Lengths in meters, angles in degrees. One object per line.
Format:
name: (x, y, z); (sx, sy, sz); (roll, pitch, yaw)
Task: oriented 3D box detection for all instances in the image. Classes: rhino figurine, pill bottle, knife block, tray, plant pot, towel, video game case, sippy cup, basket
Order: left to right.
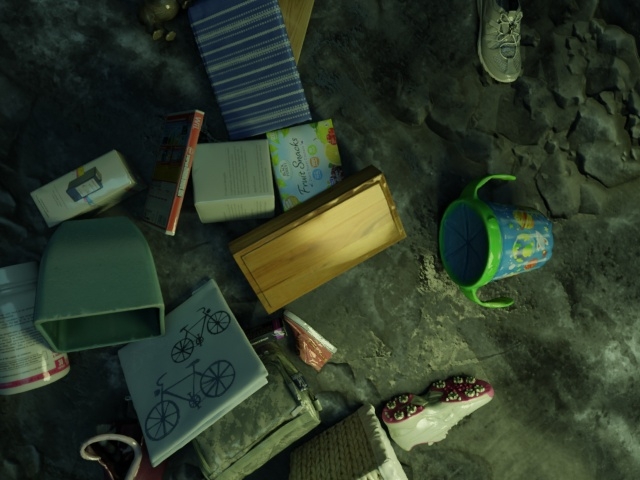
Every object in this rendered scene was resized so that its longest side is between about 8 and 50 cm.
pill bottle: (-0.706, 0.199, 1.196); (0.160, 0.160, 0.283); (-12, 94, -7)
plant pot: (-0.497, 0.088, 1.165); (0.247, 0.248, 0.252); (-6, 66, -19)
video game case: (-0.356, -0.165, 1.209); (0.025, 0.204, 0.285); (13, 91, -35)
rhino figurine: (-0.349, -0.597, 1.245); (0.106, 0.073, 0.243); (44, 85, 11)
towel: (-0.169, -0.426, 1.212); (0.243, 0.040, 0.336); (-8, 107, 28)
knife block: (-0.055, -0.574, 1.278); (0.242, 0.088, 0.276); (-30, 96, -4)
tray: (0.000, 0.000, 1.282); (0.410, 0.076, 0.203); (-30, 122, -6)
basket: (0.099, 0.647, 1.245); (0.266, 0.331, 0.328); (-27, 95, 0)
sippy cup: (0.462, 0.000, 1.316); (0.224, 0.240, 0.306); (-4, 132, -18)

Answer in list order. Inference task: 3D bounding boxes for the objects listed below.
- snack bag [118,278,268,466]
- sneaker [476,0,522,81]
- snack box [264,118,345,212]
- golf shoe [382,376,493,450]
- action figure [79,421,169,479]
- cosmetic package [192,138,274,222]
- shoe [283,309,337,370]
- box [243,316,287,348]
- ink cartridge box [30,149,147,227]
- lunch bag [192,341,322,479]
snack bag: (-0.321, 0.296, 1.213); (0.323, 0.342, 0.037); (-38, 141, -3)
sneaker: (0.474, -0.559, 1.332); (0.105, 0.115, 0.281); (-14, 94, -6)
snack box: (-0.037, -0.189, 1.308); (0.174, 0.070, 0.207); (-13, 94, -9)
golf shoe: (0.324, 0.468, 1.377); (0.306, 0.115, 0.140); (-17, 105, 0)
action figure: (-0.439, 0.622, 1.209); (0.248, 0.276, 0.370); (2, 79, -13)
cosmetic package: (-0.209, -0.140, 1.230); (0.183, 0.151, 0.151); (-5, 74, -6)
shoe: (-0.045, 0.263, 1.332); (0.178, 0.063, 0.081); (41, 82, -12)
box: (-0.167, 0.246, 1.290); (0.162, 0.116, 0.029); (-20, 96, -5)
ink cartridge box: (-0.539, -0.118, 1.205); (0.212, 0.154, 0.093); (-28, 94, -4)
lunch bag: (-0.156, 0.418, 1.212); (0.305, 0.256, 0.213); (-35, 112, -6)
